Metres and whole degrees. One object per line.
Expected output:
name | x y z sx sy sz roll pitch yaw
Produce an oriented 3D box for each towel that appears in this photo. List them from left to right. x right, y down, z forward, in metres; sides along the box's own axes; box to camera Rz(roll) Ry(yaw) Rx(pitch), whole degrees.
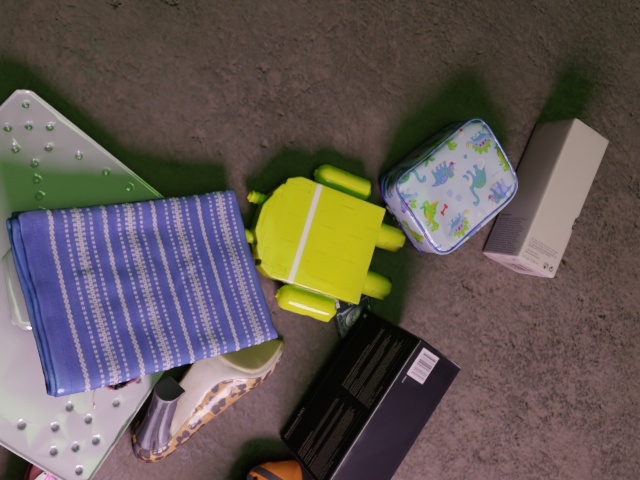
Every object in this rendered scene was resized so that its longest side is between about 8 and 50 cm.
towel | -0.228 0.054 0.919 0.336 0.040 0.243 -10 77 -38

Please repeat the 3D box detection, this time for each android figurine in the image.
android figurine | 0.000 0.000 1.094 0.273 0.056 0.248 17 82 -17

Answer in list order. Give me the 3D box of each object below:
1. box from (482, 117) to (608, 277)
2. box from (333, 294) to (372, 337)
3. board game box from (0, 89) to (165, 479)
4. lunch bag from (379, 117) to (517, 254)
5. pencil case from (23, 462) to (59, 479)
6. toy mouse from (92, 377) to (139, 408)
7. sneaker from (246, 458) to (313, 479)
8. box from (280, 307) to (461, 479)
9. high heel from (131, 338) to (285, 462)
box | 0.407 -0.077 1.228 0.094 0.113 0.275 27 85 -21
box | 0.053 0.116 1.150 0.067 0.018 0.083 -16 99 -20
board game box | -0.367 0.060 0.914 0.390 0.050 0.390 41 63 -19
lunch bag | 0.222 -0.089 1.165 0.219 0.090 0.176 -40 105 -15
pencil case | -0.398 0.383 0.948 0.095 0.098 0.209 20 86 -11
toy mouse | -0.266 0.142 0.910 0.143 0.031 0.161 6 76 -30
sneaker | -0.079 0.459 1.013 0.180 0.321 0.124 30 122 16
box | 0.073 0.259 1.068 0.103 0.184 0.261 36 85 -27
high heel | -0.174 0.245 1.060 0.261 0.093 0.186 -18 145 -45
